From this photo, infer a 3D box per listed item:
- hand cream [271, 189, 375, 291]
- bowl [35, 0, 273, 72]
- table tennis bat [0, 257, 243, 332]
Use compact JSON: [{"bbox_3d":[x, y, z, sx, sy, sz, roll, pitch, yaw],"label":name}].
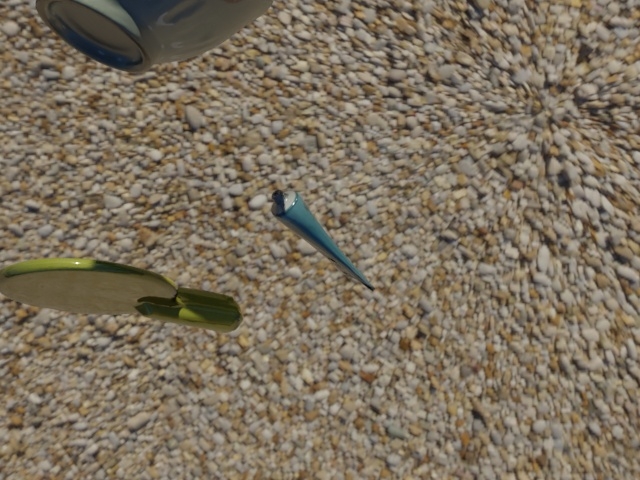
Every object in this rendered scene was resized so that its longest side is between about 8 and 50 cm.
[{"bbox_3d":[0.000,0.000,1.407,0.048,0.083,0.224,-49,123,-7],"label":"hand cream"},{"bbox_3d":[-0.235,-0.304,1.115,0.337,0.337,0.158,21,73,10],"label":"bowl"},{"bbox_3d":[-0.257,0.074,1.286,0.224,0.368,0.054,-18,64,44],"label":"table tennis bat"}]
